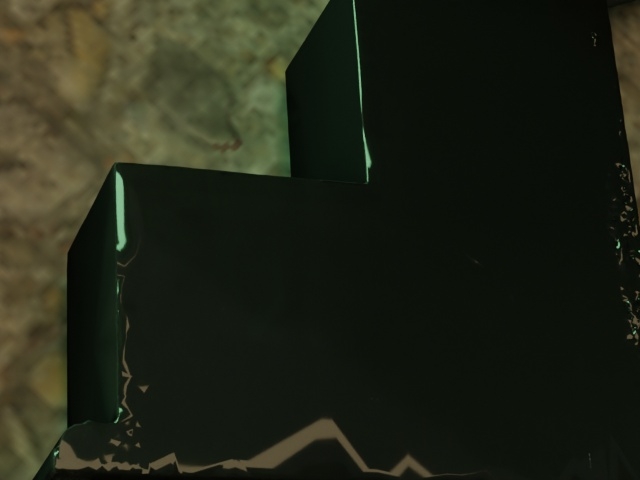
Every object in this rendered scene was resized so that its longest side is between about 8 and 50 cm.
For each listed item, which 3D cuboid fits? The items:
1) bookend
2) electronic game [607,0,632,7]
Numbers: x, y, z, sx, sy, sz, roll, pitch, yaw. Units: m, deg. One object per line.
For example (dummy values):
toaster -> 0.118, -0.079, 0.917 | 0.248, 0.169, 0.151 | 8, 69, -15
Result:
bookend -> 0.000, 0.000, 0.448 | 0.157, 0.072, 0.156 | 4, 66, -19
electronic game -> 0.070, -0.182, 0.504 | 0.229, 0.048, 0.229 | -2, 107, -7
